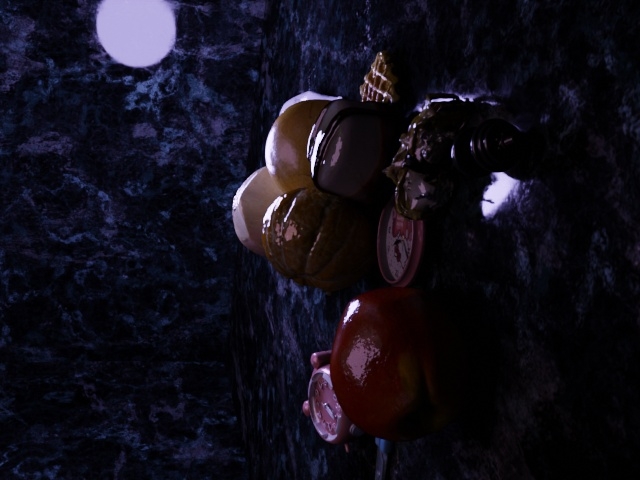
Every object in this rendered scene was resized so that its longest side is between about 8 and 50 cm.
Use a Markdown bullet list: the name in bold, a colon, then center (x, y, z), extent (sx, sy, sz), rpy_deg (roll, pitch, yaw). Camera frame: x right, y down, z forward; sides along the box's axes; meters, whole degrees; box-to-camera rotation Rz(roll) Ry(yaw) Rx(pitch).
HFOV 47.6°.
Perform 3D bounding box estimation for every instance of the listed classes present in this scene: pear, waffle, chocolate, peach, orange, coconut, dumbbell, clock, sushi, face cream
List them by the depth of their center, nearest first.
- **dumbbell**: center (0.304, -0.168, 1.333), extent (0.208, 0.099, 0.099), rpy_deg (170, 102, -74)
- **peach**: center (0.156, 0.235, 1.464), extent (0.332, 0.307, 0.308), rpy_deg (-100, 19, -50)
- **sushi**: center (0.227, -0.170, 1.543), extent (0.131, 0.139, 0.291), rpy_deg (-119, 36, -47)
- **clock**: center (0.200, -0.007, 1.742), extent (0.244, 0.056, 0.245), rpy_deg (-175, 90, -73)
- **chocolate**: center (0.069, -0.223, 1.812), extent (0.283, 0.186, 0.284), rpy_deg (-177, 90, -74)
- **orange**: center (0.000, 0.000, 1.956), extent (0.249, 0.329, 0.329), rpy_deg (-69, 12, -15)
- **waffle**: center (0.154, -0.364, 1.957), extent (0.250, 0.056, 0.261), rpy_deg (125, 142, -62)
- **clock**: center (0.065, 0.455, 2.033), extent (0.241, 0.142, 0.227), rpy_deg (-134, 47, -55)
- **pear**: center (-0.016, -0.253, 2.111), extent (0.314, 0.314, 0.315), rpy_deg (-178, 90, -74)
- **coconut**: center (-0.115, -0.094, 2.364), extent (0.352, 0.352, 0.353), rpy_deg (-178, 90, -74)
- **face cream**: center (-0.028, -0.402, 2.512), extent (0.420, 0.137, 0.235), rpy_deg (-144, 59, -61)

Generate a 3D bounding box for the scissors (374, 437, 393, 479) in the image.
- **scissors**: center (0.158, 0.560, 1.859), extent (0.192, 0.029, 0.447), rpy_deg (-145, 59, -71)
